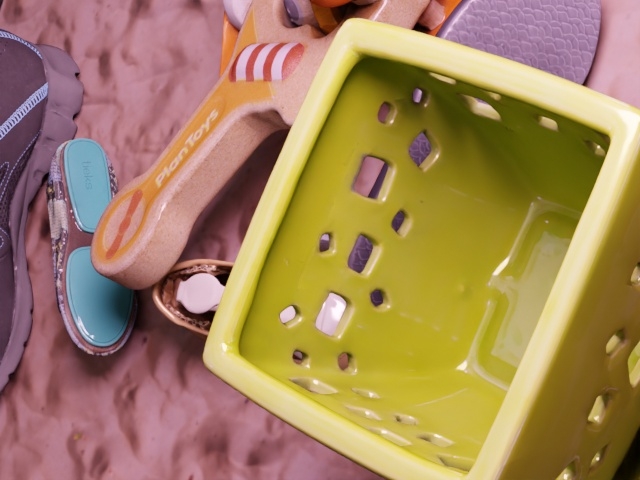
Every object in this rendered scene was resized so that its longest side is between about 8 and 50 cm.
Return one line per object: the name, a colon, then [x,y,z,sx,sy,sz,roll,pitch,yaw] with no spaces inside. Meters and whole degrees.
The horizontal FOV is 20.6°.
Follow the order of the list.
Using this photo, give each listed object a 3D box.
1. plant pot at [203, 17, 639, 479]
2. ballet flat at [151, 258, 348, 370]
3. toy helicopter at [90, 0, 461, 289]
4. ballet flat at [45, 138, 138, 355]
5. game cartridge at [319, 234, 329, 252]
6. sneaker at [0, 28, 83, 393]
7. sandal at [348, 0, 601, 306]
plant pot: [0.107,0.027,1.009,0.227,0.207,0.228,25,94,42]
ballet flat: [-0.029,0.055,1.219,0.232,0.073,0.080,5,78,43]
toy helicopter: [-0.050,-0.118,1.251,0.355,0.140,0.235,-50,36,12]
ballet flat: [-0.184,0.012,1.393,0.070,0.070,0.188,-25,58,34]
game cartridge: [0.000,0.000,1.223,0.083,0.056,0.017,4,71,43]
sneaker: [-0.307,-0.012,1.449,0.125,0.140,0.341,3,79,41]
sandal: [0.089,-0.070,1.147,0.254,0.097,0.054,-58,12,4]
